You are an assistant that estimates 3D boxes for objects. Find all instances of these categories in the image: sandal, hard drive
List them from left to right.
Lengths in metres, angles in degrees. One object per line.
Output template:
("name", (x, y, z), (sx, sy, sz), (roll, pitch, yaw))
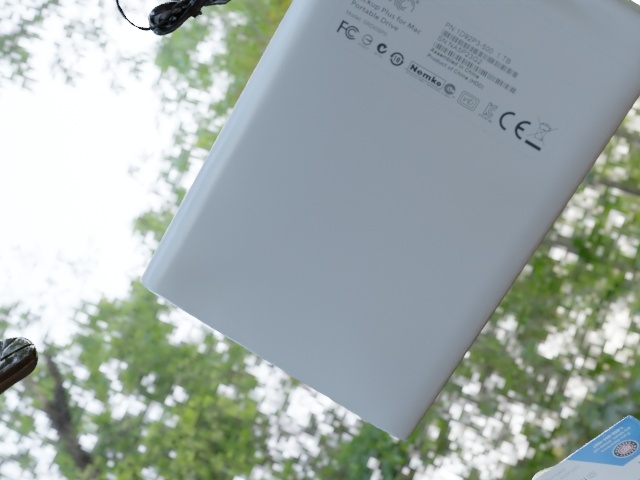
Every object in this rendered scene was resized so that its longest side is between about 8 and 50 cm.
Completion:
("sandal", (-0.384, 0.178, 1.436), (0.219, 0.090, 0.060), (-32, -55, -7))
("hard drive", (0.046, -0.049, 0.847), (0.307, 0.203, 0.040), (-59, 0, 22))

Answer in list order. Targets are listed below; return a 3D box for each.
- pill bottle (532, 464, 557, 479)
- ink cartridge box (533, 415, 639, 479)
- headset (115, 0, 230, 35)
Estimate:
("pill bottle", (0.259, 0.257, 1.457), (0.043, 0.043, 0.083), (-56, 6, -28))
("ink cartridge box", (0.253, 0.235, 1.045), (0.140, 0.191, 0.082), (-31, -58, -18))
("headset", (-0.247, -0.413, 1.546), (0.394, 0.185, 0.243), (62, -168, -22))
